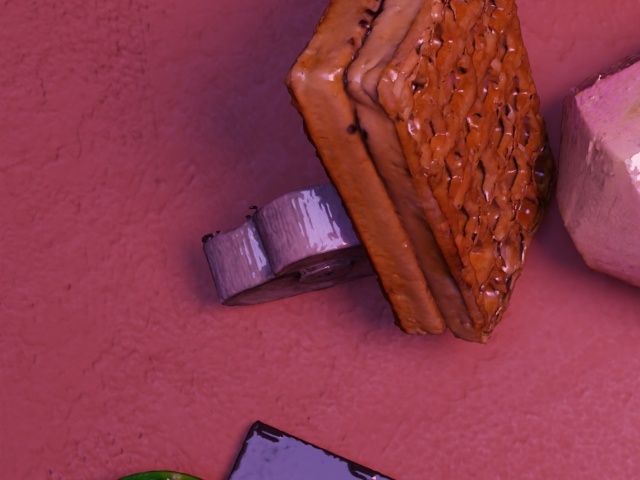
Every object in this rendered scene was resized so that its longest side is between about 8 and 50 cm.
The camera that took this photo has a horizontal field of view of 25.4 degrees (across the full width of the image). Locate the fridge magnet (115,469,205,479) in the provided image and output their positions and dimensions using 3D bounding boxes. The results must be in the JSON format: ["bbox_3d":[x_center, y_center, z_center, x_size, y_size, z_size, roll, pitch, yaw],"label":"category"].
[{"bbox_3d":[-0.136,0.302,1.217,0.208,0.088,0.208,0,91,16],"label":"fridge magnet"}]

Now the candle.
[{"bbox_3d":[0.000,0.000,1.218,0.168,0.192,0.068,-8,78,-36],"label":"candle"}]

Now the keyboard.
[{"bbox_3d":[0.066,0.261,1.222,0.317,0.027,0.106,22,83,12],"label":"keyboard"}]

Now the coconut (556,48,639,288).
[{"bbox_3d":[0.302,-0.064,1.129,0.245,0.233,0.233,-34,77,1],"label":"coconut"}]

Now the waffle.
[{"bbox_3d":[0.095,-0.086,1.103,0.091,0.308,0.213,8,53,28],"label":"waffle"}]
